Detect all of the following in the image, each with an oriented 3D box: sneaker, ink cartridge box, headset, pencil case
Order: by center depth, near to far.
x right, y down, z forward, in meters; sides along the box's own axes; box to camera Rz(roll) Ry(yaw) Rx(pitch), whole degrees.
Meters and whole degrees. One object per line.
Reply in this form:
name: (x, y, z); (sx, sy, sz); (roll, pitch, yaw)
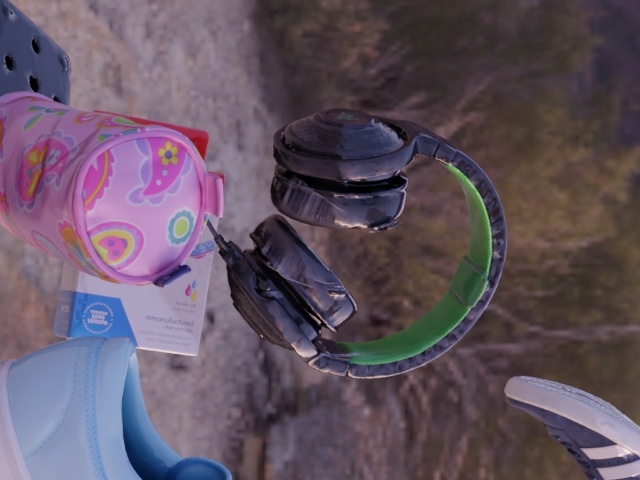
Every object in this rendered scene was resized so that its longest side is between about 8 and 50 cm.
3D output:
sneaker: (-0.120, 0.238, 1.041); (0.135, 0.150, 0.366); (-75, 142, -72)
pencil case: (-0.188, -0.046, 1.120); (0.124, 0.284, 0.124); (-7, 103, -32)
headset: (0.000, 0.000, 1.282); (0.243, 0.394, 0.185); (-65, -154, 13)
ink cartridge box: (-0.177, -0.009, 1.424); (0.078, 0.134, 0.231); (180, -81, -68)
sneaker: (0.377, 0.301, 1.839); (0.148, 0.350, 0.131); (-63, 174, 7)

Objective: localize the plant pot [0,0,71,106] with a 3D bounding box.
plant pot: (-0.332, -0.126, 1.309); (0.188, 0.167, 0.187); (44, 39, -58)
